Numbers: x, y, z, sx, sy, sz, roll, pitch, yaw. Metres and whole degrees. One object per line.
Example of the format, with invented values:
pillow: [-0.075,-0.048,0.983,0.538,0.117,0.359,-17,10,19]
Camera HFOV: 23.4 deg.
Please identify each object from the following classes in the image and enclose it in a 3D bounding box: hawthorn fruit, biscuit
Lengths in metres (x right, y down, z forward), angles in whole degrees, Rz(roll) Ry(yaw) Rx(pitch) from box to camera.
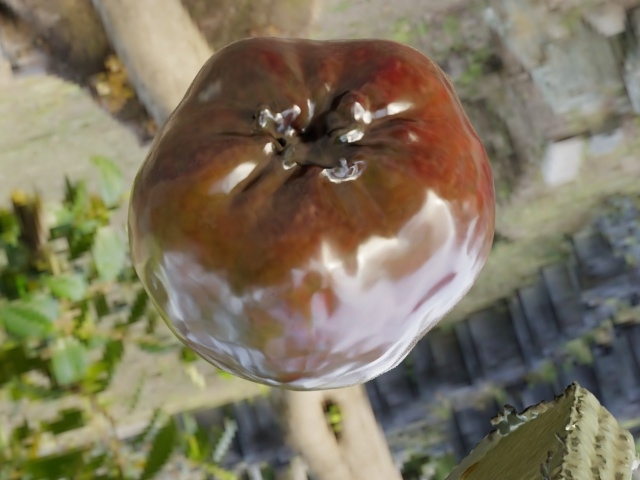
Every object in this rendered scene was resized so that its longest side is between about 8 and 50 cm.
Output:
hawthorn fruit: [0.000,0.000,0.905,0.208,0.208,0.248,-16,151,-2]
biscuit: [0.049,0.126,0.540,0.147,0.046,0.250,-49,179,18]
